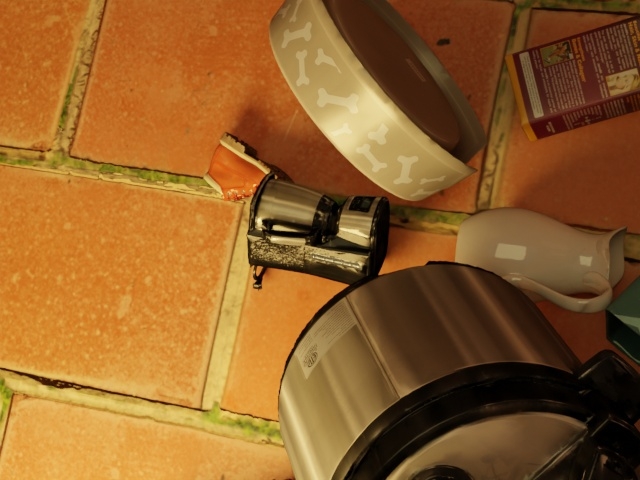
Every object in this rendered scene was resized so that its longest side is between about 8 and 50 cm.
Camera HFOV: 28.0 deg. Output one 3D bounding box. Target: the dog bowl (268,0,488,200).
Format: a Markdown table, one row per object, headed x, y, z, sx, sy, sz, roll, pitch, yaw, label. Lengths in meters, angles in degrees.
| x | y | z | sx | sy | sz | roll | pitch | yaw | label |
| --- | --- | --- | --- | --- | --- | --- | --- | --- | --- |
| 0.072 | -0.200 | 1.652 | 0.102 | 0.349 | 0.349 | -38 | 70 | 21 | dog bowl |

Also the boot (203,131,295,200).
| x | y | z | sx | sy | sz | roll | pitch | yaw | label |
| --- | --- | --- | --- | --- | --- | --- | --- | --- | --- |
| -0.098 | -0.080 | 1.826 | 0.158 | 0.059 | 0.085 | 36 | 97 | 27 | boot |

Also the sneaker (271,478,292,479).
| x | y | z | sx | sy | sz | roll | pitch | yaw | label |
| --- | --- | --- | --- | --- | --- | --- | --- | --- | --- |
| -0.084 | 0.379 | 1.709 | 0.286 | 0.109 | 0.130 | 4 | 70 | 12 | sneaker |

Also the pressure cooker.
| x | y | z | sx | sy | sz | roll | pitch | yaw | label |
| --- | --- | --- | --- | --- | --- | --- | --- | --- | --- |
| 0.153 | 0.261 | 1.425 | 0.375 | 0.420 | 0.370 | -2 | 114 | -13 | pressure cooker |

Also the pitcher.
| x | y | z | sx | sy | sz | roll | pitch | yaw | label |
| --- | --- | --- | --- | --- | --- | --- | --- | --- | --- |
| 0.273 | 0.034 | 1.619 | 0.207 | 0.178 | 0.125 | 6 | 115 | 17 | pitcher |

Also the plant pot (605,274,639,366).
| x | y | z | sx | sy | sz | roll | pitch | yaw | label |
| --- | --- | --- | --- | --- | --- | --- | --- | --- | --- |
| 0.485 | 0.067 | 1.552 | 0.165 | 0.165 | 0.234 | 40 | 85 | 21 | plant pot |

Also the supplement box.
| x | y | z | sx | sy | sz | roll | pitch | yaw | label |
| --- | --- | --- | --- | --- | --- | --- | --- | --- | --- |
| 0.350 | -0.212 | 1.691 | 0.188 | 0.081 | 0.104 | -15 | 74 | 15 | supplement box |

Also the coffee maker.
| x | y | z | sx | sy | sz | roll | pitch | yaw | label |
| --- | --- | --- | --- | --- | --- | --- | --- | --- | --- |
| 0.000 | 0.000 | 1.742 | 0.178 | 0.171 | 0.120 | 13 | 58 | 12 | coffee maker |
